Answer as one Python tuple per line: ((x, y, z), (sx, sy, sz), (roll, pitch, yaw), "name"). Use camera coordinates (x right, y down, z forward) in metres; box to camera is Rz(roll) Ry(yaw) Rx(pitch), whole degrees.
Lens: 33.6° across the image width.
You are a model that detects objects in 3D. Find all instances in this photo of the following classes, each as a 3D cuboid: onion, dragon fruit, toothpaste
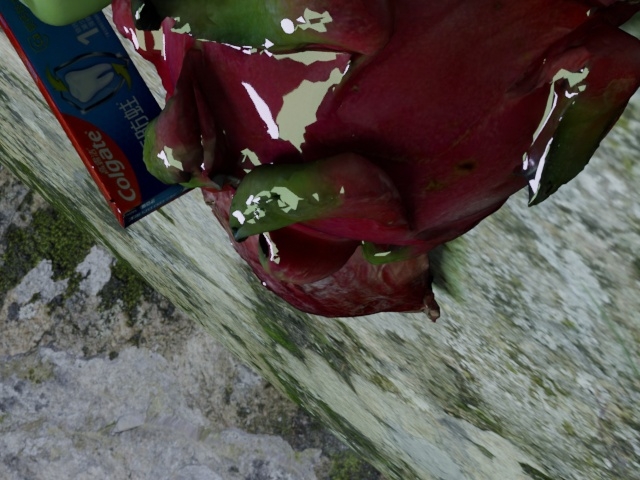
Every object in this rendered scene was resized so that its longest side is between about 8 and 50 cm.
((0.000, 0.000, 0.915), (0.283, 0.120, 0.227), (48, 169, -23), "onion")
((0.043, -0.098, 0.409), (0.218, 0.272, 0.198), (37, -147, -38), "dragon fruit")
((-0.215, -0.167, 0.886), (0.320, 0.076, 0.066), (59, 166, 3), "toothpaste")

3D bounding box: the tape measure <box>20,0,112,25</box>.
((-0.201, -0.242, 0.755), (0.175, 0.106, 0.200), (55, 164, 5), "tape measure")
